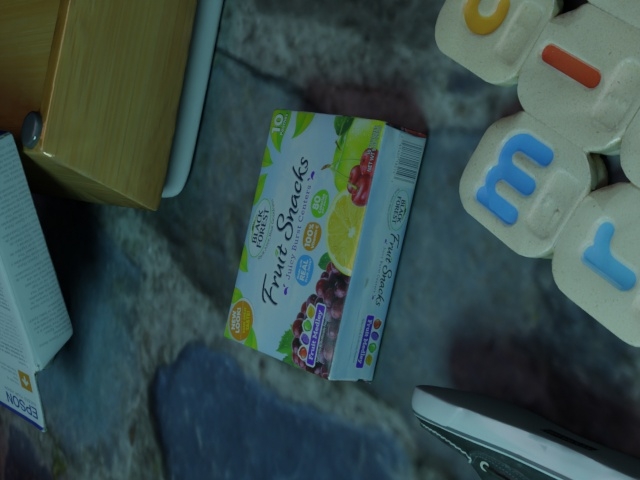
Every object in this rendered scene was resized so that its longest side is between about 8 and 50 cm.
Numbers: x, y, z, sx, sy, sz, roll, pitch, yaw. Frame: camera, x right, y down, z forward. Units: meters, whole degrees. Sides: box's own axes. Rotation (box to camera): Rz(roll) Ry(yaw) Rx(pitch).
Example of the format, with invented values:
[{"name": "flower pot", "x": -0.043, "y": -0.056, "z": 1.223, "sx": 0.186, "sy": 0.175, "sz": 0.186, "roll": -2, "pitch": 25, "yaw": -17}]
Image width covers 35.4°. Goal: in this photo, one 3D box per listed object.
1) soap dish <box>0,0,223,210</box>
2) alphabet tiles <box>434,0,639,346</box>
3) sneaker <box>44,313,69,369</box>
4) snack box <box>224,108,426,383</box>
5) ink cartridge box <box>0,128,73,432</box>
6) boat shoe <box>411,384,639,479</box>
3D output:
[{"name": "soap dish", "x": -0.202, "y": -0.150, "z": 0.774, "sx": 0.291, "sy": 0.118, "sz": 0.229, "roll": 9, "pitch": 88, "yaw": 50}, {"name": "alphabet tiles", "x": 0.169, "y": -0.103, "z": 0.419, "sx": 0.278, "sy": 0.021, "sz": 0.284, "roll": 45, "pitch": 115, "yaw": 43}, {"name": "sneaker", "x": -0.263, "y": 0.047, "z": 0.853, "sx": 0.170, "sy": 0.068, "sz": 0.071, "roll": 30, "pitch": 90, "yaw": 38}, {"name": "snack box", "x": 0.000, "y": 0.000, "z": 0.572, "sx": 0.100, "sy": 0.037, "sz": 0.141, "roll": 14, "pitch": 92, "yaw": 50}, {"name": "ink cartridge box", "x": -0.276, "y": 0.010, "z": 0.760, "sx": 0.223, "sy": 0.045, "sz": 0.224, "roll": 17, "pitch": 125, "yaw": 40}, {"name": "boat shoe", "x": 0.092, "y": 0.100, "z": 0.439, "sx": 0.142, "sy": 0.049, "sz": 0.040, "roll": 19, "pitch": 96, "yaw": 47}]
